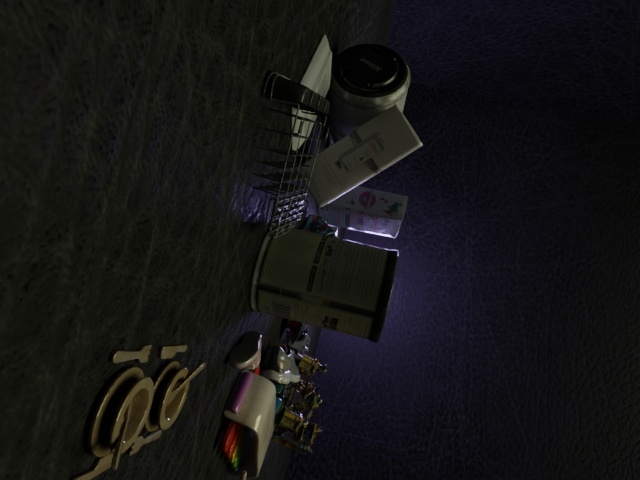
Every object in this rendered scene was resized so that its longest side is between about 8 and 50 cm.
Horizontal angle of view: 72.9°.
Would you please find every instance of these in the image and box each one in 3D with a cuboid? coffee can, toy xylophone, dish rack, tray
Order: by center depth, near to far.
[{"bbox_3d":[-0.056,-0.144,0.782,0.208,0.074,0.271,-33,139,-72],"label":"dish rack"},{"bbox_3d":[0.011,0.088,0.940,0.201,0.276,0.201,13,90,-84],"label":"coffee can"},{"bbox_3d":[-0.015,-0.332,0.978,0.145,0.030,0.270,93,12,-53],"label":"tray"},{"bbox_3d":[-0.169,0.454,0.987,0.236,0.081,0.322,-67,168,-57],"label":"toy xylophone"}]

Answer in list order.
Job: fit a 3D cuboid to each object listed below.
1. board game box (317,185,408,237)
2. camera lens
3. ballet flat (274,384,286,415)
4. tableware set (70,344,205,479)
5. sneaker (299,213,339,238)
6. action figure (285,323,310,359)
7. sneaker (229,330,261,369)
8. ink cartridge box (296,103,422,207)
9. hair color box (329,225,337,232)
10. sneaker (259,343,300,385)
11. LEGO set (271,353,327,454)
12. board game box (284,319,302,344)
[{"bbox_3d":[0.148,-0.111,1.588,0.224,0.304,0.097,81,23,-74],"label":"board game box"},{"bbox_3d":[0.131,-0.399,1.250,0.274,0.220,0.219,90,14,-63],"label":"camera lens"},{"bbox_3d":[-0.146,0.486,1.317,0.203,0.074,0.074,-67,168,-67],"label":"ballet flat"},{"bbox_3d":[-0.187,0.185,0.488,0.194,0.039,0.128,69,34,-78],"label":"tableware set"},{"bbox_3d":[0.000,0.000,1.333,0.262,0.125,0.104,-62,165,-65],"label":"sneaker"},{"bbox_3d":[-0.050,0.265,1.517,0.185,0.099,0.284,-97,-157,-78],"label":"action figure"},{"bbox_3d":[-0.148,0.240,0.872,0.134,0.051,0.070,-67,163,-77],"label":"sneaker"},{"bbox_3d":[0.102,-0.212,1.104,0.117,0.283,0.207,58,14,-4],"label":"ink cartridge box"},{"bbox_3d":[-0.004,0.014,1.473,0.167,0.093,0.053,-70,171,-49],"label":"hair color box"},{"bbox_3d":[-0.109,0.356,1.254,0.271,0.101,0.107,79,20,-74],"label":"sneaker"},{"bbox_3d":[-0.049,0.587,1.536,0.254,0.192,0.331,-58,-172,33],"label":"LEGO set"},{"bbox_3d":[-0.090,0.253,1.426,0.168,0.033,0.133,-109,-141,-65],"label":"board game box"}]
